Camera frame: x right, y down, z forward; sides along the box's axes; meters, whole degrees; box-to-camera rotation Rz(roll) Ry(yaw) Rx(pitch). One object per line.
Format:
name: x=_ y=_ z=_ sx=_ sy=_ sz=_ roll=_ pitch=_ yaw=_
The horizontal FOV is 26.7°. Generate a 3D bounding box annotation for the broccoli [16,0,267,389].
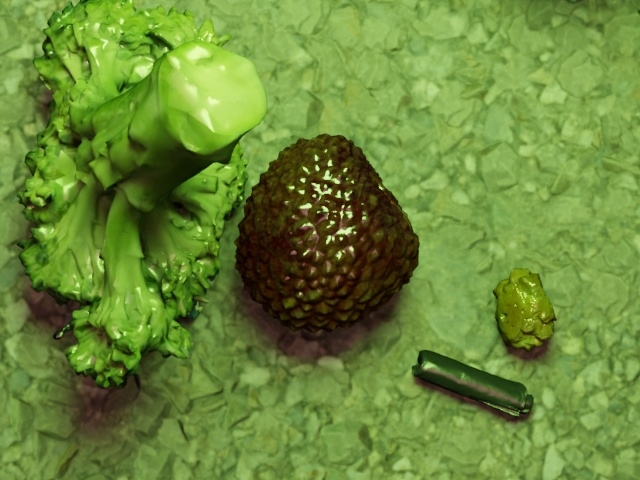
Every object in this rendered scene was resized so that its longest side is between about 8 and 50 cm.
broccoli: x=-0.163 y=-0.111 z=1.272 sx=0.274 sy=0.397 sz=0.353 roll=-22 pitch=58 yaw=-25

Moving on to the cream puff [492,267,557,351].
cream puff: x=0.216 y=0.071 z=1.409 sx=0.083 sy=0.058 sz=0.083 roll=-51 pitch=58 yaw=35

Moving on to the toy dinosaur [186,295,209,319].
toy dinosaur: x=-0.157 y=0.050 z=1.427 sx=0.083 sy=0.030 sz=0.047 roll=34 pitch=87 yaw=1

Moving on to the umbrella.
umbrella: x=0.161 y=0.149 z=1.422 sx=0.133 sy=0.031 sz=0.036 roll=22 pitch=90 yaw=0

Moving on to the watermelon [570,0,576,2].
watermelon: x=0.151 y=-0.353 z=1.396 sx=0.305 sy=0.224 sz=0.180 roll=19 pitch=132 yaw=-1

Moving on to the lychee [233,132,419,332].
lychee: x=0.000 y=0.000 z=1.362 sx=0.188 sy=0.188 sz=0.188 roll=0 pitch=88 yaw=0
